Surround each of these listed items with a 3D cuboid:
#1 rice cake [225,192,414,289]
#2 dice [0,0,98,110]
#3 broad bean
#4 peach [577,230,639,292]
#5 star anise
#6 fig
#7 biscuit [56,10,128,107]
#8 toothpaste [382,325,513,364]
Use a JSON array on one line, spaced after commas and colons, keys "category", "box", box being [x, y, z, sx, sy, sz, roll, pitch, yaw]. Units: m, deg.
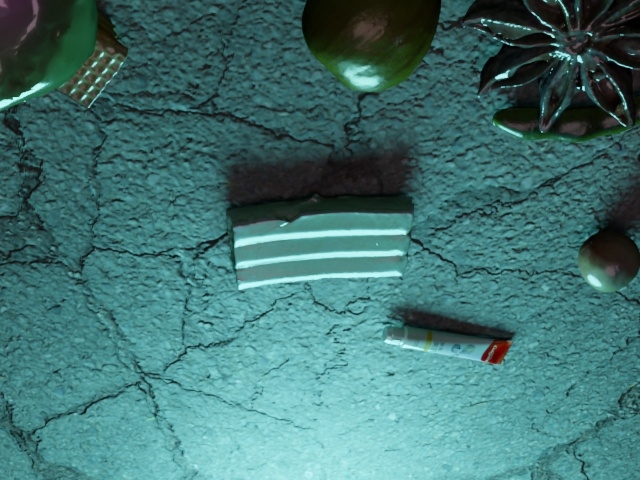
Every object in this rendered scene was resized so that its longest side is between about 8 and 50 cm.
[{"category": "rice cake", "box": [0.000, 0.000, 1.466, 0.237, 0.043, 0.127, -3, 131, -3]}, {"category": "dice", "box": [-0.375, -0.280, 0.964, 0.318, 0.322, 0.330, -13, 117, -14]}, {"category": "broad bean", "box": [0.318, -0.151, 1.372, 0.227, 0.039, 0.069, -12, 136, 4]}, {"category": "peach", "box": [0.375, 0.025, 1.500, 0.083, 0.083, 0.083, -3, 130, -3]}, {"category": "star anise", "box": [0.283, -0.234, 1.256, 0.236, 0.109, 0.223, -3, 124, 20]}, {"category": "fig", "box": [0.075, -0.241, 1.209, 0.186, 0.148, 0.142, -17, 135, 11]}, {"category": "biscuit", "box": [-0.376, -0.276, 1.192, 0.379, 0.054, 0.094, 31, 120, -27]}, {"category": "toothpaste", "box": [0.178, 0.146, 1.617, 0.190, 0.031, 0.048, 10, 125, -17]}]
